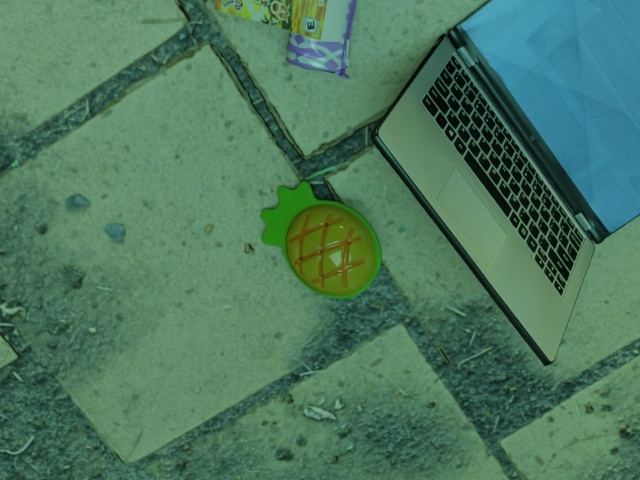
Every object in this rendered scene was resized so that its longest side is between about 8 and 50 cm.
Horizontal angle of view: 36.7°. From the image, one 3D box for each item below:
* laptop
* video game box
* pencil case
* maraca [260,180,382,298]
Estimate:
[{"bbox_3d":[0.328,-0.133,1.227,0.236,0.408,0.382,-24,112,42],"label":"laptop"},{"bbox_3d":[-0.039,-0.361,1.168,0.187,0.048,0.205,25,113,37],"label":"video game box"},{"bbox_3d":[0.014,-0.310,1.222,0.088,0.086,0.206,21,113,27],"label":"pencil case"},{"bbox_3d":[0.000,0.000,1.331,0.186,0.099,0.127,39,99,12],"label":"maraca"}]
